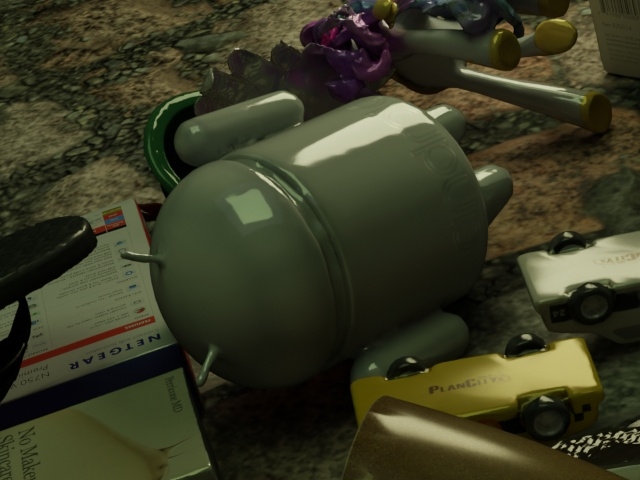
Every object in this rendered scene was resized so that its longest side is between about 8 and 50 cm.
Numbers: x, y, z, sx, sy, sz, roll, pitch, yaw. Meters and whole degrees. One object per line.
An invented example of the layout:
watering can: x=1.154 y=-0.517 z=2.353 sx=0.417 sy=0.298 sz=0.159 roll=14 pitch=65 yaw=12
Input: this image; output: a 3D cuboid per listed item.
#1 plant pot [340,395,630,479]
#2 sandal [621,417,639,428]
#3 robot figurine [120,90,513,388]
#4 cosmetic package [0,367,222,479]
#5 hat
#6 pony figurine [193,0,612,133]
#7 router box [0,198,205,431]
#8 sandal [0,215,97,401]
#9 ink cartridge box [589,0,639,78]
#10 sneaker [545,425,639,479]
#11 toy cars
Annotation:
plant pot: x=0.144 y=0.229 z=1.157 sx=0.254 sy=0.237 sz=0.237 roll=6 pitch=34 yaw=14
sandal: x=0.199 y=0.171 z=1.373 sx=0.254 sy=0.054 sz=0.097 roll=-29 pitch=31 yaw=-21
robot figurine: x=0.000 y=0.000 z=1.599 sx=0.353 sy=0.199 sz=0.300 roll=-26 pitch=68 yaw=-35
cosmetic package: x=-0.225 y=0.227 z=1.448 sx=0.309 sy=0.113 sz=0.160 roll=-20 pitch=28 yaw=-4
hat: x=-0.131 y=-0.040 z=1.960 sx=0.208 sy=0.183 sz=0.173 roll=34 pitch=47 yaw=4
pony figurine: x=0.067 y=-0.206 z=1.879 sx=0.363 sy=0.351 sz=0.302 roll=6 pitch=79 yaw=38
router box: x=-0.297 y=0.109 z=1.725 sx=0.336 sy=0.082 sz=0.301 roll=-19 pitch=29 yaw=-3
sandal: x=-0.362 y=0.131 z=1.533 sx=0.446 sy=0.107 sz=0.167 roll=-36 pitch=20 yaw=-15
ink cartridge box: x=0.358 y=-0.333 z=1.861 sx=0.119 sy=0.353 sz=0.207 roll=-36 pitch=34 yaw=-30
sneaker: x=0.283 y=0.180 z=1.235 sx=0.290 sy=0.123 sz=0.106 roll=-10 pitch=14 yaw=34
toy cars: x=0.193 y=0.092 z=1.494 sx=0.176 sy=0.087 sz=0.394 roll=19 pitch=42 yaw=41
